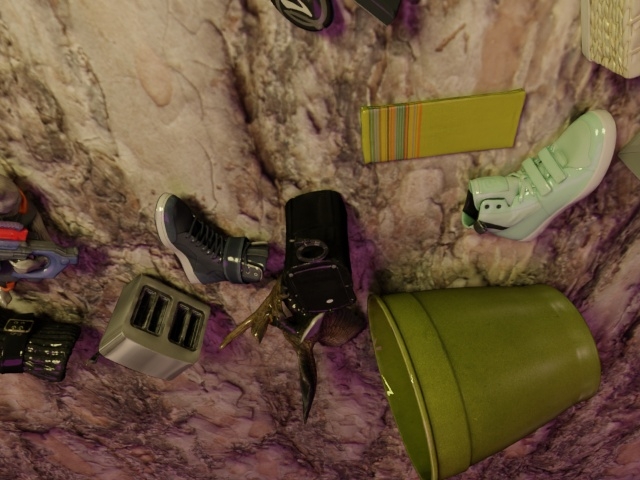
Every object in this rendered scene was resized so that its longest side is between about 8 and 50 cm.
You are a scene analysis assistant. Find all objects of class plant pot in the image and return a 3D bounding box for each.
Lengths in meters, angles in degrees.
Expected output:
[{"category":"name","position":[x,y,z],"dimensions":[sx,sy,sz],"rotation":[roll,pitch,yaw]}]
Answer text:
[{"category":"plant pot","position":[0.315,0.241,0.879],"dimensions":[0.353,0.366,0.366],"rotation":[-14,133,-4]}]

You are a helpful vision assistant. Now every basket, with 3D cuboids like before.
[{"category":"basket","position":[0.380,-0.289,0.513],"dimensions":[0.113,0.103,0.167],"rotation":[-19,130,14]}]

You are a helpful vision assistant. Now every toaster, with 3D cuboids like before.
[{"category":"toaster","position":[-0.328,0.176,0.884],"dimensions":[0.168,0.185,0.110],"rotation":[33,129,-28]}]

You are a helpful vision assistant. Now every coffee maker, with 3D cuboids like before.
[{"category":"coffee maker","position":[0.000,0.000,0.727],"dimensions":[0.120,0.178,0.171],"rotation":[4,136,-8]}]

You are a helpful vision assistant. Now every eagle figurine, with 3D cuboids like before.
[{"category":"eagle figurine","position":[-0.025,0.212,0.933],"dimensions":[0.226,0.225,0.298],"rotation":[-31,117,13]}]

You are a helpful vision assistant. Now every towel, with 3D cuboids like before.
[{"category":"towel","position":[0.181,-0.172,0.680],"dimensions":[0.237,0.021,0.102],"rotation":[-6,139,3]}]

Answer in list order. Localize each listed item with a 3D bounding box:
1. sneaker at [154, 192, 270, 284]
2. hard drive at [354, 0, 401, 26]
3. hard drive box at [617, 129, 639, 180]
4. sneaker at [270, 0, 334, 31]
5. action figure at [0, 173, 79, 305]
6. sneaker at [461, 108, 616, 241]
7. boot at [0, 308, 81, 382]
[{"category":"sneaker","position":[-0.176,0.001,0.777],"dimensions":[0.164,0.086,0.226],"rotation":[2,144,11]},{"category":"hard drive","position":[0.039,-0.314,0.490],"dimensions":[0.135,0.094,0.022],"rotation":[26,160,-24]},{"category":"hard drive box","position":[0.621,-0.142,0.670],"dimensions":[0.232,0.089,0.181],"rotation":[14,132,-15]},{"category":"sneaker","position":[-0.053,-0.311,0.498],"dimensions":[0.067,0.078,0.188],"rotation":[-28,129,23]},{"category":"action figure","position":[-0.607,0.000,0.722],"dimensions":[0.330,0.178,0.341],"rotation":[-40,147,25]},{"category":"sneaker","position":[0.325,-0.095,0.698],"dimensions":[0.151,0.094,0.255],"rotation":[6,136,-15]},{"category":"boot","position":[-0.624,0.231,0.842],"dimensions":[0.260,0.348,0.131],"rotation":[28,105,-20]}]
